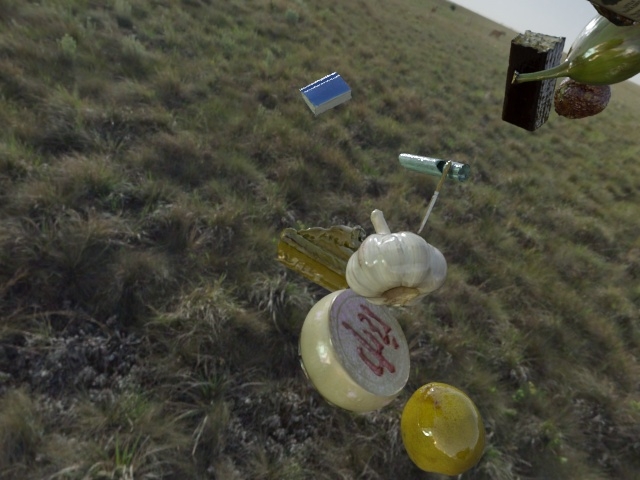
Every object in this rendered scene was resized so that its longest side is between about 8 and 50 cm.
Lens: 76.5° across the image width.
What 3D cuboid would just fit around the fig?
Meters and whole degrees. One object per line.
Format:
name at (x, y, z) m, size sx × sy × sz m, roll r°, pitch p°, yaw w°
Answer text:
fig at (0.535, -0.377, 0.821) m, size 0.259 × 0.151 × 0.151 m, roll -17°, pitch 41°, yaw 1°

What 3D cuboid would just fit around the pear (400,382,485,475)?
pear at (0.298, 0.454, 0.994) m, size 0.208 × 0.209 × 0.209 m, roll 17°, pitch 34°, yaw -12°

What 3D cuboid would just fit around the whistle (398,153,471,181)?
whistle at (0.390, -0.262, 1.433) m, size 0.062 × 0.062 × 0.312 m, roll 2°, pitch 16°, yaw -30°

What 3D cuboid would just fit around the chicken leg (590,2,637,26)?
chicken leg at (0.413, -0.374, 0.582) m, size 0.178 × 0.070 × 0.093 m, roll 27°, pitch 15°, yaw -7°

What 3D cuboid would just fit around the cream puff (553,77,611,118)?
cream puff at (0.754, -0.425, 1.175) m, size 0.084 × 0.149 × 0.149 m, roll 18°, pitch 27°, yaw -53°

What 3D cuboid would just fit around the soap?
soap at (0.000, 0.000, 1.543) m, size 0.338 × 0.169 × 0.304 m, roll 32°, pitch 38°, yaw -16°

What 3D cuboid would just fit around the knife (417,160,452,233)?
knife at (0.376, -0.137, 1.335) m, size 0.022 × 0.256 × 0.046 m, roll 22°, pitch 9°, yaw 1°

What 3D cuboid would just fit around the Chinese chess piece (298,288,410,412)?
Chinese chess piece at (0.080, 0.243, 0.919) m, size 0.270 × 0.112 × 0.270 m, roll 26°, pitch 44°, yaw -28°

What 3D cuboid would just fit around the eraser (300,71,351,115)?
eraser at (0.011, -0.293, 0.807) m, size 0.084 × 0.027 × 0.063 m, roll -28°, pitch 64°, yaw -8°

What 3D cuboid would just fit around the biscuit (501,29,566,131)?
biscuit at (0.541, -0.411, 1.047) m, size 0.070 × 0.252 × 0.106 m, roll -37°, pitch 50°, yaw -14°

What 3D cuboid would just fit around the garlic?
garlic at (0.152, 0.021, 0.853) m, size 0.199 × 0.199 × 0.226 m, roll 11°, pitch 51°, yaw -20°

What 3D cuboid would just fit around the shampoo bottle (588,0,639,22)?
shampoo bottle at (0.313, -0.327, 0.453) m, size 0.256 × 0.078 × 0.127 m, roll 30°, pitch 8°, yaw 0°
